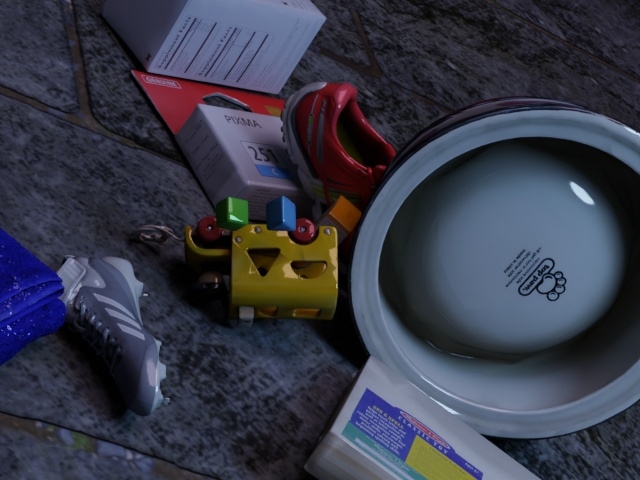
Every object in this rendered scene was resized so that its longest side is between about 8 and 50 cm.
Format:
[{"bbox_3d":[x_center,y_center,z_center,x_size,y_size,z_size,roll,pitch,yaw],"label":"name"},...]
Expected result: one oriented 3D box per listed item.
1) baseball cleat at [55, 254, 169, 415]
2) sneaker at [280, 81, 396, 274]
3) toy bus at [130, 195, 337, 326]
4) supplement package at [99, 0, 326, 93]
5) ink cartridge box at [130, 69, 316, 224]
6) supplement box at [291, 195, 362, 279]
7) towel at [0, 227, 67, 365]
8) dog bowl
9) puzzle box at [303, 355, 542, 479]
[{"bbox_3d":[-0.213,0.091,1.622,0.109,0.072,0.206,8,33,-24],"label":"baseball cleat"},{"bbox_3d":[0.050,-0.060,2.010,0.107,0.118,0.279,-44,113,-44],"label":"sneaker"},{"bbox_3d":[-0.074,0.038,1.810,0.191,0.202,0.104,20,62,-45],"label":"toy bus"},{"bbox_3d":[-0.140,-0.296,2.216,0.244,0.134,0.139,4,37,-49],"label":"supplement package"},{"bbox_3d":[-0.064,-0.130,2.138,0.296,0.066,0.261,6,42,-48],"label":"ink cartridge box"},{"bbox_3d":[0.000,0.000,1.976,0.036,0.098,0.062,41,25,-4],"label":"supplement box"},{"bbox_3d":[-0.373,0.036,1.478,0.227,0.076,0.308,43,27,7],"label":"towel"},{"bbox_3d":[0.230,0.016,1.926,0.408,0.408,0.150,32,18,-14],"label":"dog bowl"},{"bbox_3d":[0.180,0.289,1.731,0.409,0.052,0.272,36,16,2],"label":"puzzle box"}]
